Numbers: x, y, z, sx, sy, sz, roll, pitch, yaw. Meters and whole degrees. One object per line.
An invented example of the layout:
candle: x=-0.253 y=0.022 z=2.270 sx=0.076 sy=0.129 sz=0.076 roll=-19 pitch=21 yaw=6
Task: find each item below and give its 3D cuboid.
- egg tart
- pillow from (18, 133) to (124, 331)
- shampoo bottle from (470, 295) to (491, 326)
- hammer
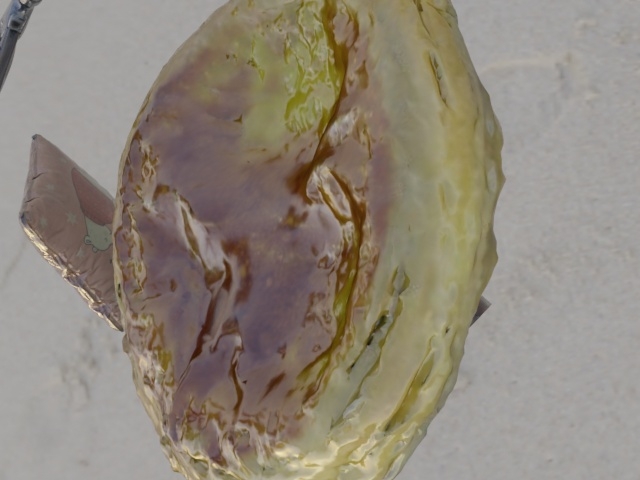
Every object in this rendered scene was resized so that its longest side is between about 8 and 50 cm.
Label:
egg tart: x=0.000 y=0.000 z=0.984 sx=0.443 sy=0.178 sz=0.443 roll=-14 pitch=72 yaw=49
pillow: x=-0.317 y=-0.015 z=1.708 sx=0.084 sy=0.236 sz=0.223 roll=-29 pitch=35 yaw=15
shampoo bottle: x=0.020 y=-0.024 z=1.216 sx=0.323 sy=0.129 sz=0.084 roll=43 pitch=118 yaw=6
hammer: x=-0.408 y=-0.172 z=1.564 sx=0.137 sy=0.037 sz=0.290 roll=-31 pitch=43 yaw=58
